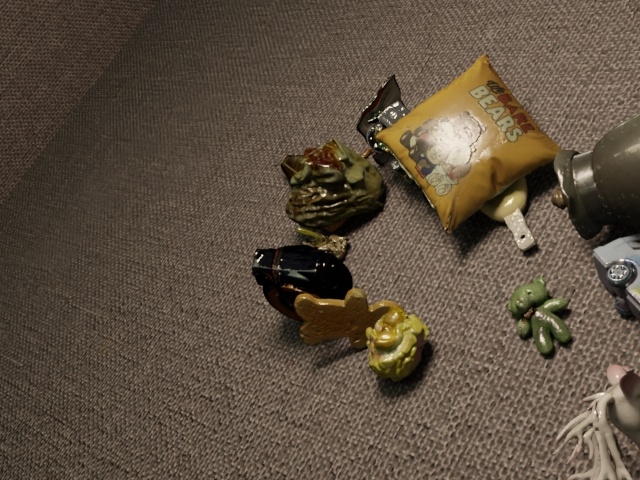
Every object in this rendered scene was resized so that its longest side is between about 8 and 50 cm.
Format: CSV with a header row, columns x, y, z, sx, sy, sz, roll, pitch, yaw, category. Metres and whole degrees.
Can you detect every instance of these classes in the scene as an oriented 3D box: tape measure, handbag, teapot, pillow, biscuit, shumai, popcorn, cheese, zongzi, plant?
x,y,z,sx,sy,sz,roll,pitch,yaw,category
-0.031,0.097,1.930,0.202,0.223,0.135,2,54,25,tape measure
0.039,-0.062,2.170,0.083,0.027,0.061,-44,35,-8,handbag
0.567,-0.137,1.592,0.285,0.223,0.305,-19,33,34,teapot
0.318,-0.212,1.861,0.312,0.119,0.310,-34,63,4,pillow
0.066,0.169,1.840,0.234,0.153,0.030,-5,34,5,biscuit
0.023,-0.156,2.082,0.256,0.218,0.189,-21,44,-7,shumai
0.154,0.214,1.748,0.145,0.126,0.125,-55,9,19,popcorn
0.406,-0.071,1.844,0.127,0.054,0.251,-34,40,17,cheese
-0.068,-0.147,2.306,0.187,0.084,0.184,9,72,52,zongzi
0.000,0.000,2.079,0.117,0.122,0.104,-26,30,31,plant

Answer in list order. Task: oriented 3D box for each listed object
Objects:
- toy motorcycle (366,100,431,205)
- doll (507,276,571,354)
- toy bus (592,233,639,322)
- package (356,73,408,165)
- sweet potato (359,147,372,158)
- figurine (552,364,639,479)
x,y,z,sx,sy,sz,roll,pitch,yaw,category
0.241,-0.222,2.005,0.275,0.125,0.187,44,95,10,toy motorcycle
0.416,0.142,1.634,0.115,0.077,0.150,-43,49,18,doll
0.607,0.111,1.471,0.136,0.109,0.329,-31,40,1,toy bus
0.160,-0.296,2.128,0.040,0.232,0.166,29,80,30,package
0.095,-0.210,2.257,0.115,0.026,0.026,-34,40,4,sweet potato
0.504,0.313,1.282,0.316,0.206,0.284,12,87,29,figurine
